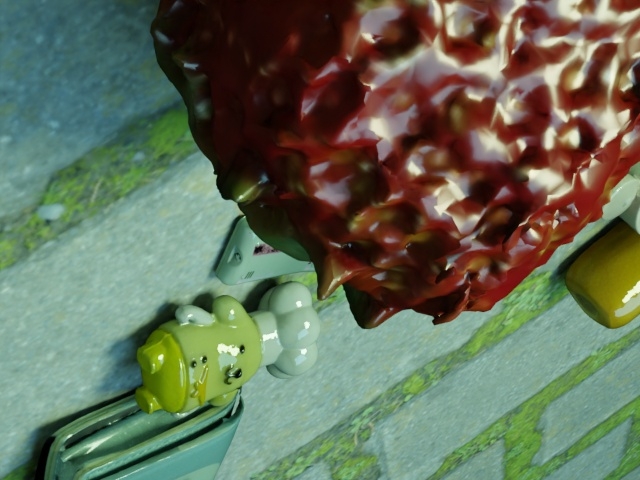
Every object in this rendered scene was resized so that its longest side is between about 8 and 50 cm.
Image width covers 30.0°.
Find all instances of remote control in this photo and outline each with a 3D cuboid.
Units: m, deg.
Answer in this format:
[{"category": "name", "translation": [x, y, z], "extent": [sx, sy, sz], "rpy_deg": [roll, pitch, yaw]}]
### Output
[{"category": "remote control", "translation": [0.000, 0.000, 0.921], "extent": [0.166, 0.029, 0.065], "rpy_deg": [-10, 140, -40]}]

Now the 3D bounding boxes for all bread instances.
[{"category": "bread", "translation": [0.366, -0.009, 1.257], "extent": [0.239, 0.092, 0.074], "rpy_deg": [-39, 125, -2]}]

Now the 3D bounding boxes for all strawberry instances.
[{"category": "strawberry", "translation": [0.095, -0.125, 0.593], "extent": [0.343, 0.292, 0.292], "rpy_deg": [-32, 153, 18]}]

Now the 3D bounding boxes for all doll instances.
[{"category": "doll", "translation": [-0.068, 0.084, 0.924], "extent": [0.162, 0.062, 0.106], "rpy_deg": [-17, 132, -32]}]

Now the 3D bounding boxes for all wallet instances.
[{"category": "wallet", "translation": [-0.167, 0.226, 1.006], "extent": [0.176, 0.075, 0.250], "rpy_deg": [-21, 146, -39]}]

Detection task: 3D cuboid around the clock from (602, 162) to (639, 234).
[{"category": "clock", "translation": [0.345, -0.081, 1.164], "extent": [0.229, 0.063, 0.156], "rpy_deg": [-25, 145, -28]}]
